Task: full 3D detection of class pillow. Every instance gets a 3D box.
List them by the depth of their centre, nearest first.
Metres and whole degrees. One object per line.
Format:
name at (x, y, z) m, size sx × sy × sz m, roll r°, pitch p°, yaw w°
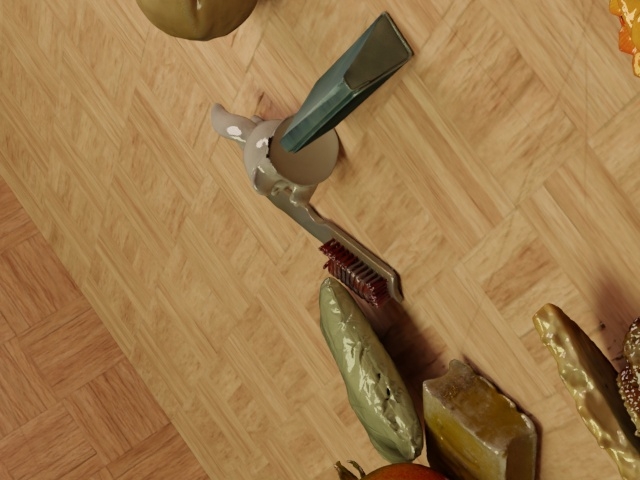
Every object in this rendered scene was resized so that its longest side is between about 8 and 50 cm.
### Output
pillow at (0.065, 0.201, 2.090) m, size 0.280 × 0.076 × 0.274 m, roll 63°, pitch 174°, yaw 10°

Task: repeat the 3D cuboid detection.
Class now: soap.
soap at (0.217, 0.296, 1.966) m, size 0.160 × 0.080 × 0.257 m, roll 41°, pitch 154°, yaw 34°

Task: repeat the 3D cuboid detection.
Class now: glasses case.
glasses case at (0.029, -0.173, 1.709) m, size 0.056 × 0.105 × 0.266 m, roll 32°, pitch 162°, yaw -8°

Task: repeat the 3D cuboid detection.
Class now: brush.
brush at (0.000, 0.000, 2.075) m, size 0.321 × 0.050 × 0.060 m, roll 40°, pitch 157°, yaw 41°

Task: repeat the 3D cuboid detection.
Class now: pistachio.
pistachio at (-0.151, -0.347, 1.749) m, size 0.293 × 0.162 × 0.181 m, roll 88°, pitch 178°, yaw -59°

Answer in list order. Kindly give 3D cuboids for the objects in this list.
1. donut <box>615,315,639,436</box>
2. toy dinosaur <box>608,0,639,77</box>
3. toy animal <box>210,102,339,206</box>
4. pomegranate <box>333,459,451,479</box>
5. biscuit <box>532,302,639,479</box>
donut at (0.357, 0.141, 1.399) m, size 0.126 × 0.144 × 0.187 m, roll 54°, pitch -164°, yaw 26°
toy dinosaur at (0.288, -0.167, 1.158) m, size 0.288 × 0.070 × 0.117 m, roll 43°, pitch 156°, yaw 44°
toy animal at (-0.072, -0.117, 1.962) m, size 0.221 × 0.104 × 0.130 m, roll 16°, pitch 106°, yaw 62°
pomegranate at (0.101, 0.402, 1.964) m, size 0.257 × 0.221 × 0.221 m, roll 43°, pitch 155°, yaw 27°
biscuit at (0.326, 0.210, 1.506) m, size 0.309 × 0.040 × 0.204 m, roll 59°, pitch -166°, yaw 22°
